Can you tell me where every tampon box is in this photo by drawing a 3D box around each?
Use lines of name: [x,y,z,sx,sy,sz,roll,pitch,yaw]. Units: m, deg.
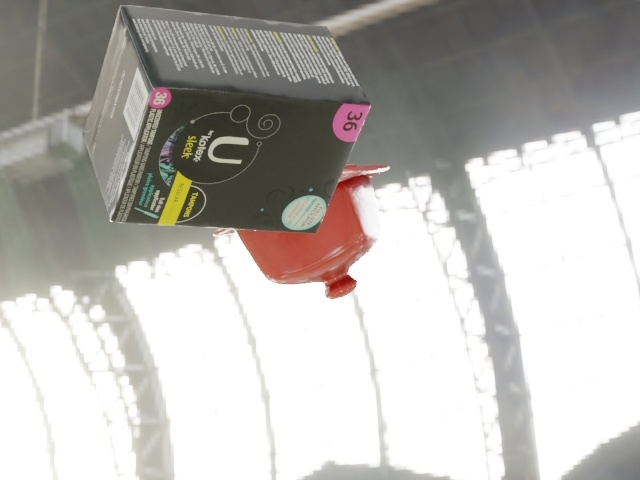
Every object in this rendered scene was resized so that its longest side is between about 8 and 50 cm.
tampon box: [-0.068,-0.083,1.004,0.161,0.101,0.120,2,-49,-26]

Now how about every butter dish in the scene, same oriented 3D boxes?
butter dish: [0.000,0.000,1.381,0.160,0.118,0.160,-22,0,14]
